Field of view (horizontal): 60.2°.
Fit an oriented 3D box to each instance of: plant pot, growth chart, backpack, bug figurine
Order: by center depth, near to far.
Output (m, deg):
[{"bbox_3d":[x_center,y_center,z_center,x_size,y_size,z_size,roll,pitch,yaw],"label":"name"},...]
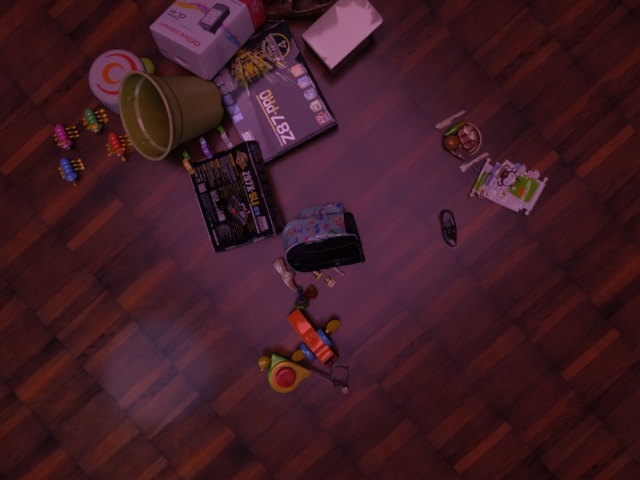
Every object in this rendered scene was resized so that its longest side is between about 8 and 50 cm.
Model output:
[{"bbox_3d":[-0.465,-0.424,1.784,0.276,0.253,0.276,20,123,34],"label":"plant pot"},{"bbox_3d":[0.000,0.000,1.823,0.253,0.225,0.191,-17,58,3],"label":"backpack"},{"bbox_3d":[-0.810,-0.330,1.907,0.278,0.072,0.216,-27,91,2],"label":"bug figurine"},{"bbox_3d":[0.652,-0.192,1.908,0.237,0.021,0.172,20,91,0],"label":"growth chart"}]

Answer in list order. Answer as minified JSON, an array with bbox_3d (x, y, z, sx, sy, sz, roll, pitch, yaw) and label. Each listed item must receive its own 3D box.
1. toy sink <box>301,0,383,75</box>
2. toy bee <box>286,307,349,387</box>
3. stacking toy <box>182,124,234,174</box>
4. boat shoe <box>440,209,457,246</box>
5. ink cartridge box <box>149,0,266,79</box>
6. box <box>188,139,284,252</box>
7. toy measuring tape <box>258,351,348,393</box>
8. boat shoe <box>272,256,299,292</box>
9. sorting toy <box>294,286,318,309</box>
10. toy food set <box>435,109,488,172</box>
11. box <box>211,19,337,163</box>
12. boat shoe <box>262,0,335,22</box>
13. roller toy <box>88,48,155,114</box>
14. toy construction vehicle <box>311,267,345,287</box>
[{"bbox_3d":[0.076,-0.693,1.849,0.234,0.131,0.153,-42,91,7],"label":"toy sink"},{"bbox_3d":[-0.005,0.376,1.891,0.195,0.162,0.299,-21,66,9],"label":"toy bee"},{"bbox_3d":[-0.384,-0.313,1.835,0.166,0.221,0.052,-33,120,0],"label":"stacking toy"},{"bbox_3d":[0.445,-0.042,1.907,0.048,0.042,0.133,-13,93,-1],"label":"boat shoe"},{"bbox_3d":[-0.359,-0.704,1.789,0.226,0.131,0.306,31,71,17],"label":"ink cartridge box"},{"bbox_3d":[-0.286,-0.142,1.854,0.256,0.079,0.322,-17,92,24],"label":"box"},{"bbox_3d":[-0.071,0.490,1.905,0.329,0.121,0.122,27,92,-9],"label":"toy measuring tape"},{"bbox_3d":[-0.113,0.119,1.918,0.045,0.050,0.135,-37,91,7],"label":"boat shoe"},{"bbox_3d":[-0.053,0.189,1.901,0.061,0.102,0.042,24,135,28],"label":"sorting toy"},{"bbox_3d":[0.492,-0.345,1.896,0.132,0.038,0.192,-31,91,2],"label":"toy food set"},{"bbox_3d":[-0.166,-0.491,1.877,0.318,0.097,0.395,-27,92,5],"label":"box"},{"bbox_3d":[-0.103,-0.807,1.861,0.306,0.104,0.111,-1,93,2],"label":"boat shoe"},{"bbox_3d":[-0.666,-0.528,1.861,0.209,0.146,0.191,15,82,4],"label":"roller toy"},{"bbox_3d":[0.025,0.112,1.922,0.098,0.035,0.086,43,92,0],"label":"toy construction vehicle"}]
